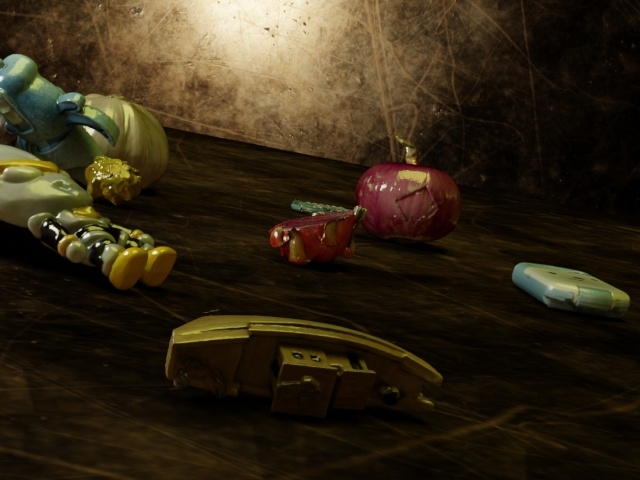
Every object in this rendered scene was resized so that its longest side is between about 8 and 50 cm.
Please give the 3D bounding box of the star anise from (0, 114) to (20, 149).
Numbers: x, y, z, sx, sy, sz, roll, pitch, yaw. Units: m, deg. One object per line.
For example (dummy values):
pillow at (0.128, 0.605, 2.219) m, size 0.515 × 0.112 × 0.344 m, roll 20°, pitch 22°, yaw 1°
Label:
star anise at (-0.560, -0.216, 2.196) m, size 0.360 × 0.139 × 0.316 m, roll 24°, pitch 12°, yaw -15°

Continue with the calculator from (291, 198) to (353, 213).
calculator at (0.032, -0.051, 2.129) m, size 0.172 × 0.018 × 0.057 m, roll 9°, pitch 9°, yaw -23°

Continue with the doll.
doll at (-0.299, -0.030, 1.235) m, size 0.316 × 0.103 × 0.145 m, roll 26°, pitch 37°, yaw 25°

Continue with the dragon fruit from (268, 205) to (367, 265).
dragon fruit at (-0.005, 0.001, 1.546) m, size 0.112 × 0.068 × 0.126 m, roll -4°, pitch 11°, yaw 38°

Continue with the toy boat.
toy boat at (-0.011, 0.096, 0.866) m, size 0.206 × 0.064 × 0.072 m, roll 9°, pitch 23°, yaw -15°

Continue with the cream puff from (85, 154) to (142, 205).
cream puff at (-0.307, -0.085, 1.747) m, size 0.083 × 0.058 × 0.083 m, roll -16°, pitch 55°, yaw -12°

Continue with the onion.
onion at (0.142, -0.065, 1.908) m, size 0.177 × 0.153 × 0.177 m, roll 17°, pitch -27°, yaw 9°

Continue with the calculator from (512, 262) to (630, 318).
calculator at (0.340, 0.066, 1.615) m, size 0.121 × 0.039 × 0.210 m, roll 11°, pitch 7°, yaw -8°

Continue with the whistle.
whistle at (-0.402, -0.173, 1.762) m, size 0.180 × 0.093 × 0.269 m, roll -12°, pitch -47°, yaw 33°

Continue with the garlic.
garlic at (-0.359, -0.168, 1.953) m, size 0.228 × 0.152 × 0.228 m, roll 13°, pitch 14°, yaw -3°
